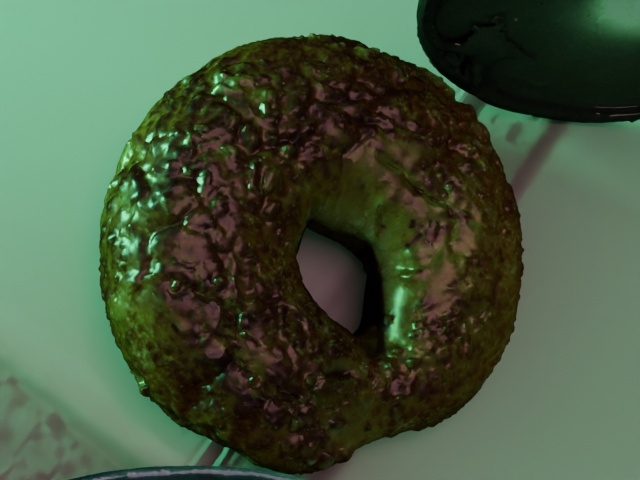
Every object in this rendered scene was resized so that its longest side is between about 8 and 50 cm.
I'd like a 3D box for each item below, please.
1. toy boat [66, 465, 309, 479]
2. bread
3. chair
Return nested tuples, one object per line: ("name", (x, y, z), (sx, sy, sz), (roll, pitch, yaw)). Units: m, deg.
("toy boat", (-0.041, 0.111, 0.507), (0.140, 0.066, 0.059), (4, 66, -17))
("bread", (0.000, 0.000, 0.563), (0.193, 0.064, 0.193), (6, 72, -18))
("chair", (0.141, -0.277, 0.617), (0.226, 0.226, 0.401), (3, 69, -16))
